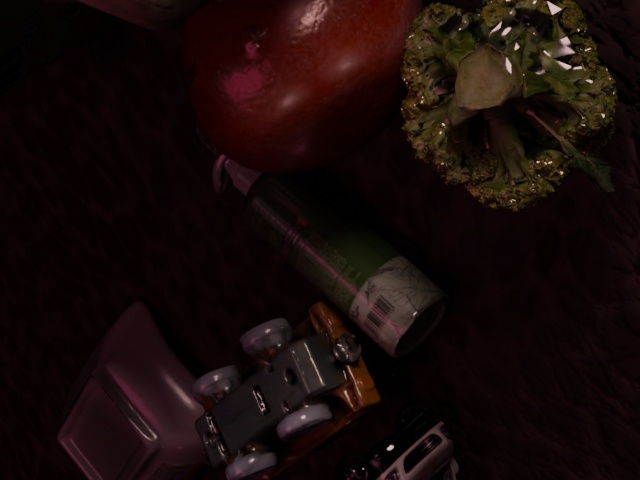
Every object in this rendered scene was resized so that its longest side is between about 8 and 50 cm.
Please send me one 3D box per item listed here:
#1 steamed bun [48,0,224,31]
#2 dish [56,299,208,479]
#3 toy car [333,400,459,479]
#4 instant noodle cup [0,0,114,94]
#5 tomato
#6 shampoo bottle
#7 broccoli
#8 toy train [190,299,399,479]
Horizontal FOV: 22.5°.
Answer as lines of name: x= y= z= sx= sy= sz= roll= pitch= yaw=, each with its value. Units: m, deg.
steamed bun: x=-0.079 y=-0.263 z=0.879 sx=0.247 sy=0.352 sz=0.339 roll=38 pitch=-172 yaw=-30
dish: x=-0.178 y=0.170 z=1.501 sx=0.151 sy=0.077 sz=0.212 roll=51 pitch=144 yaw=10
toy car: x=0.054 y=0.212 z=1.248 sx=0.108 sy=0.089 sz=0.209 roll=49 pitch=146 yaw=11
instant noodle cup: x=-0.256 y=-0.208 z=1.237 sx=0.205 sy=0.153 sz=0.205 roll=32 pitch=140 yaw=32
tomato: x=-0.007 y=-0.127 z=1.009 sx=0.167 sy=0.167 sz=0.167 roll=30 pitch=137 yaw=33
shampoo bottle: x=0.000 y=0.000 z=1.169 sx=0.204 sy=0.065 sz=0.065 roll=42 pitch=142 yaw=21
broccoli: x=0.107 y=-0.083 z=0.930 sx=0.130 sy=0.120 sz=0.131 roll=2 pitch=84 yaw=20
toy train: x=-0.015 y=0.118 z=1.229 sx=0.219 sy=0.127 sz=0.089 roll=-42 pitch=66 yaw=44
